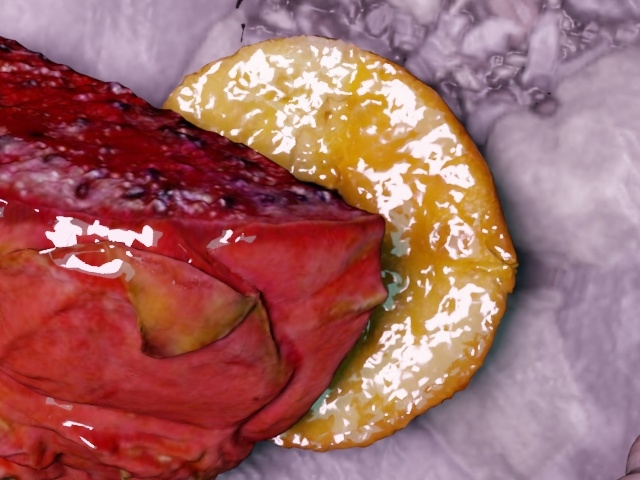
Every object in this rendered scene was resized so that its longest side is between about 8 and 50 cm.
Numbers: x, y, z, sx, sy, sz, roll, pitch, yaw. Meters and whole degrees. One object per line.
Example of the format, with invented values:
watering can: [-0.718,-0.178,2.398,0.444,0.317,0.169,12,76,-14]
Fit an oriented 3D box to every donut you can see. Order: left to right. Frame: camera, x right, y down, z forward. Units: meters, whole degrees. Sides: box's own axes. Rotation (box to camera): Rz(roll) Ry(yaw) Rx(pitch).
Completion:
donut: [0.001,-0.001,0.796,0.174,0.074,0.190,-41,86,11]

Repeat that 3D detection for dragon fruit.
dragon fruit: [-0.149,0.036,0.737,0.317,0.152,0.205,24,117,28]

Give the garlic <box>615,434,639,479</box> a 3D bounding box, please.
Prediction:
garlic: [0.206,0.153,0.776,0.131,0.127,0.194,-42,121,-13]
